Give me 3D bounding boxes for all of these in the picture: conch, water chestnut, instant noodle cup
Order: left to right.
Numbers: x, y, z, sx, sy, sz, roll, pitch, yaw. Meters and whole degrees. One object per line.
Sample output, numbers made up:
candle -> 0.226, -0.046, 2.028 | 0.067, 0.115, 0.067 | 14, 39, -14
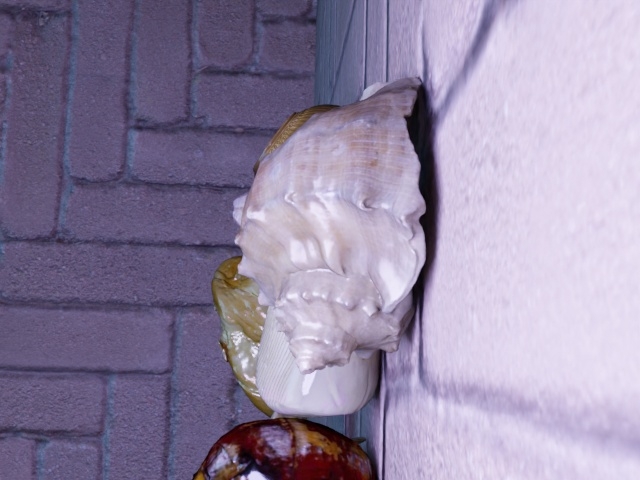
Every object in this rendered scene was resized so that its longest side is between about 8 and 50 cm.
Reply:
water chestnut -> -0.050, 0.364, 1.001 | 0.244, 0.289, 0.288 | 69, -159, -71
instant noodle cup -> -0.043, -0.142, 1.352 | 0.274, 0.091, 0.274 | -54, 2, 3
conch -> 0.018, -0.031, 0.783 | 0.263, 0.186, 0.323 | 134, 140, -58

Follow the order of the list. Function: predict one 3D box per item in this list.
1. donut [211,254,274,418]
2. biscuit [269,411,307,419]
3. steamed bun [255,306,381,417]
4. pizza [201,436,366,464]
donut -> -0.073, 0.163, 1.491 | 0.360, 0.170, 0.360 | -22, -90, -80
biscuit -> -0.071, 0.334, 1.389 | 0.052, 0.056, 0.188 | -65, 2, -31
steamed bun -> 0.010, 0.146, 1.039 | 0.239, 0.153, 0.169 | 177, 102, -72
pizza -> -0.058, 0.330, 1.136 | 0.034, 0.262, 0.181 | -125, 19, -66
